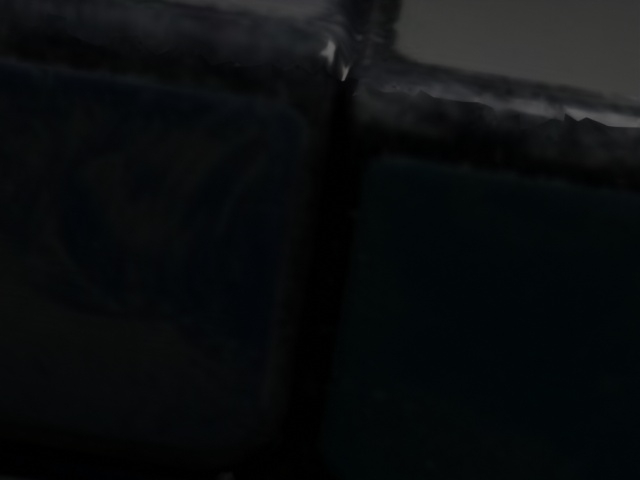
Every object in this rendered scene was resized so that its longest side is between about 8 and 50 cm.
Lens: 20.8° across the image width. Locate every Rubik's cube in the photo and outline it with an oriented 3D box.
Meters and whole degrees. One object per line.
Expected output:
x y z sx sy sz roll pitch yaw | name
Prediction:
0.000 0.000 0.664 0.313 0.318 0.316 9 31 -1 | Rubik's cube
